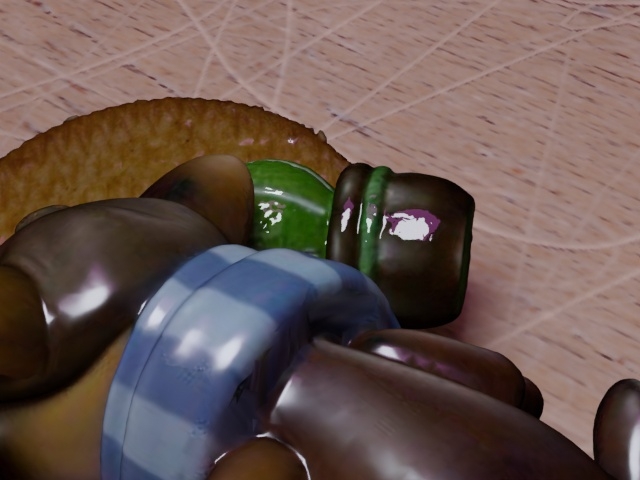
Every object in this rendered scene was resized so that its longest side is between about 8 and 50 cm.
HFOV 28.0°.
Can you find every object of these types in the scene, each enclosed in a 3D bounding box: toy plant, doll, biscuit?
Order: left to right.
[{"bbox_3d":[-0.100,0.030,0.775,0.305,0.038,0.305,-4,52,5],"label":"biscuit"},{"bbox_3d":[-0.027,0.117,0.577,0.339,0.209,0.318,30,47,17],"label":"doll"},{"bbox_3d":[0.000,0.000,0.701,0.162,0.093,0.093,7,52,11],"label":"toy plant"}]
